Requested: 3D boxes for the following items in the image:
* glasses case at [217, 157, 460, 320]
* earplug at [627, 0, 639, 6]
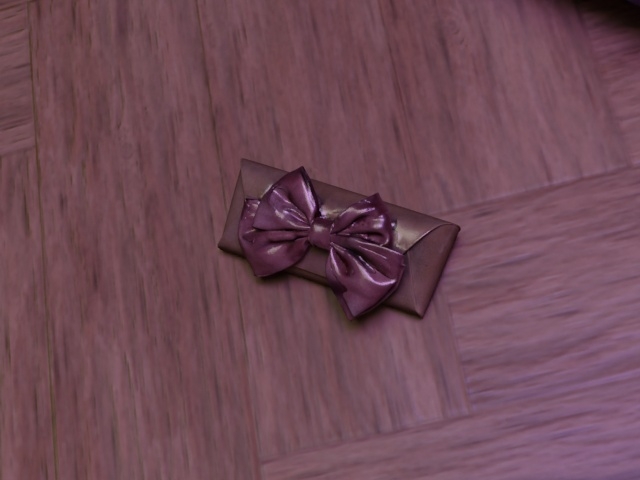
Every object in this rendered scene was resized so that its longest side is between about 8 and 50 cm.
[{"bbox_3d":[0.000,0.000,0.882,0.193,0.070,0.102,18,74,21],"label":"glasses case"},{"bbox_3d":[0.189,-0.330,0.912,0.456,0.215,0.215,35,79,21],"label":"earplug"}]
